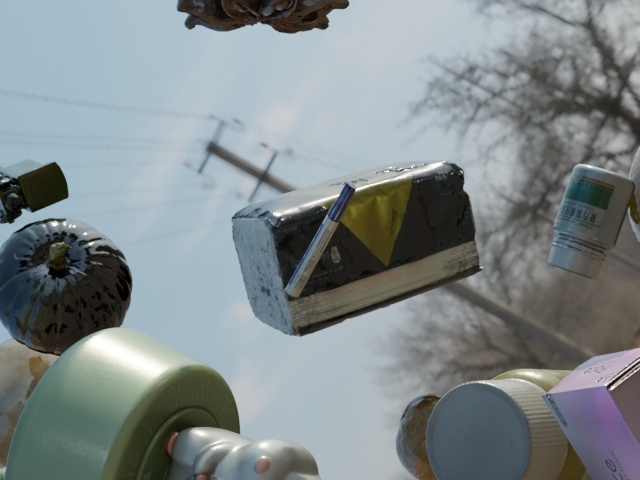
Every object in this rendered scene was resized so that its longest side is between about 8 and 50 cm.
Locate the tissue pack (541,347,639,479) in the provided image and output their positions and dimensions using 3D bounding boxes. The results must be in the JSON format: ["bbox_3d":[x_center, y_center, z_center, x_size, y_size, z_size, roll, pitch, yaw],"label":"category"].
[{"bbox_3d":[0.374,0.246,1.490,0.092,0.246,0.148,-31,0,-22],"label":"tissue pack"}]

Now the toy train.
[{"bbox_3d":[-0.556,-0.097,2.448,0.137,0.225,0.090,-25,-70,-21],"label":"toy train"}]

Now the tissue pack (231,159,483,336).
[{"bbox_3d":[0.071,0.005,2.587,0.416,0.253,0.264,-16,11,-18],"label":"tissue pack"}]

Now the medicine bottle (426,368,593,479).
[{"bbox_3d":[0.345,0.319,2.158,0.384,0.224,0.224,7,-67,-54],"label":"medicine bottle"}]

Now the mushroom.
[{"bbox_3d":[-0.547,0.339,2.608,0.290,0.292,0.292,44,-110,-34],"label":"mushroom"}]

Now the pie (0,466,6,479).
[{"bbox_3d":[-0.459,0.456,2.024,0.090,0.201,0.248,-9,-72,-51],"label":"pie"}]

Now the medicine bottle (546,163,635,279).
[{"bbox_3d":[0.330,-0.022,1.646,0.080,0.080,0.130,20,-90,-77],"label":"medicine bottle"}]

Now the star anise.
[{"bbox_3d":[-0.069,-0.290,1.604,0.172,0.208,0.063,123,146,-86],"label":"star anise"}]

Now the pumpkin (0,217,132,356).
[{"bbox_3d":[-0.445,0.071,2.295,0.250,0.250,0.216,-52,-19,-35],"label":"pumpkin"}]

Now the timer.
[{"bbox_3d":[-0.132,0.265,1.439,0.291,0.315,0.291,-28,-56,-53],"label":"timer"}]

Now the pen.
[{"bbox_3d":[0.000,0.000,2.039,0.204,0.025,0.025,-61,-12,19],"label":"pen"}]

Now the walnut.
[{"bbox_3d":[0.203,0.389,2.504,0.087,0.167,0.211,-40,-18,-39],"label":"walnut"}]

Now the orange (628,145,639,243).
[{"bbox_3d":[0.556,-0.070,1.853,0.274,0.274,0.274,-56,-14,-21],"label":"orange"}]
